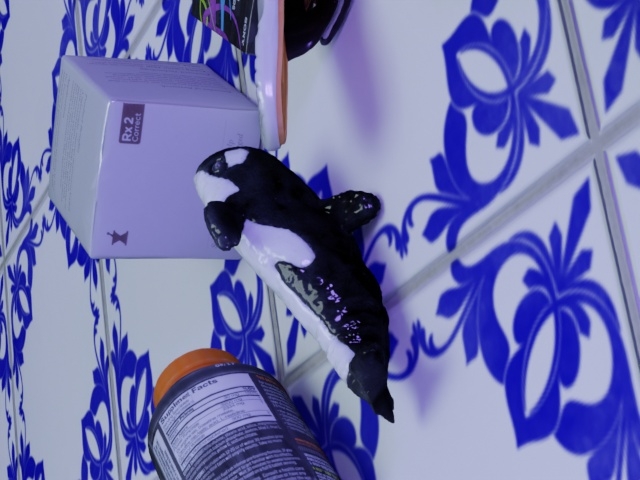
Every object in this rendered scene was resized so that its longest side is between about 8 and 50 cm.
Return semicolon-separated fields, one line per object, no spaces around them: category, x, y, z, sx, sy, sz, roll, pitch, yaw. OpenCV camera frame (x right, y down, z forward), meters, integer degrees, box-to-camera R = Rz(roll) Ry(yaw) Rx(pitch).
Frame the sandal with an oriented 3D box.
sandal;-0.012;-0.180;1.172;0.102;0.076;0.265;89;180;-57

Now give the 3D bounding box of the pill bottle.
pill bottle;-0.064;0.186;1.208;0.246;0.130;0.130;-127;44;-54

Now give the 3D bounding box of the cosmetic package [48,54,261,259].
cosmetic package;-0.162;-0.081;1.406;0.183;0.151;0.151;-137;52;-59

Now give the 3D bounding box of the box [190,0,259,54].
box;-0.078;-0.247;1.378;0.162;0.029;0.116;40;125;57

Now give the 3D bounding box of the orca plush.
orca plush;0.000;0.000;1.117;0.102;0.151;0.287;-47;34;10
